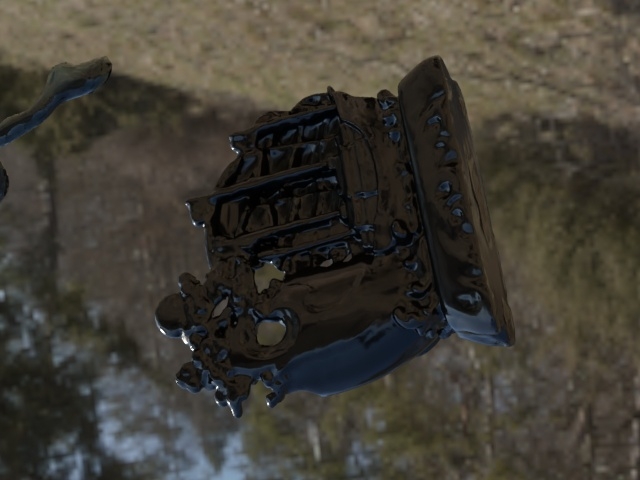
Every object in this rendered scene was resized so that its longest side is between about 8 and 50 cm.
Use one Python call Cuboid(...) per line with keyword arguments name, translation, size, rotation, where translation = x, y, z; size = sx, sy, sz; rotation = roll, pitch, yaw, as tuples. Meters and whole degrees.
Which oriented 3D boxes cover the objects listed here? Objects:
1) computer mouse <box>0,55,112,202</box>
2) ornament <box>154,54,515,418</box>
Cuboid(name="computer mouse", translation=(-0.258, -0.006, 0.682), size=(0.379, 0.090, 0.167), rotation=(-29, 166, 15))
Cuboid(name="ornament", translation=(0.000, 0.000, 1.100), size=(0.260, 0.251, 0.106), rotation=(-11, 164, 9))
